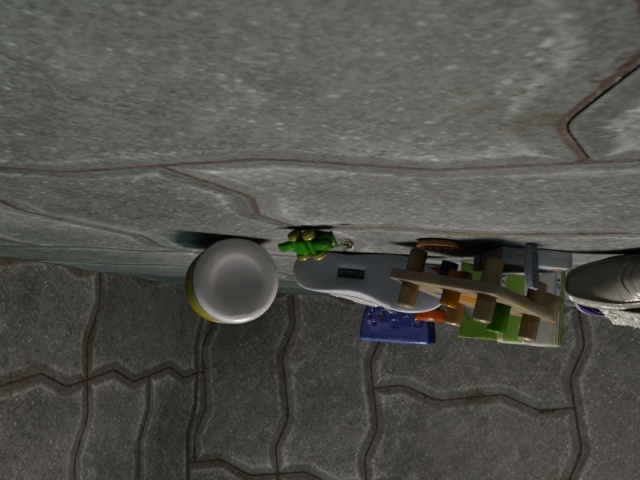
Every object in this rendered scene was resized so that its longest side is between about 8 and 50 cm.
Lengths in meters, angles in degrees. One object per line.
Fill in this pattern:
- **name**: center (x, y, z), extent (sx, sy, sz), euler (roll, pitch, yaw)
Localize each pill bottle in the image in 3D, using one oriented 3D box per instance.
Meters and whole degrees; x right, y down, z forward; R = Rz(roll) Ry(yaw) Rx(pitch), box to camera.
- **pill bottle**: center (-0.220, 0.100, 1.725), extent (0.188, 0.188, 0.334), euler (6, 173, -15)

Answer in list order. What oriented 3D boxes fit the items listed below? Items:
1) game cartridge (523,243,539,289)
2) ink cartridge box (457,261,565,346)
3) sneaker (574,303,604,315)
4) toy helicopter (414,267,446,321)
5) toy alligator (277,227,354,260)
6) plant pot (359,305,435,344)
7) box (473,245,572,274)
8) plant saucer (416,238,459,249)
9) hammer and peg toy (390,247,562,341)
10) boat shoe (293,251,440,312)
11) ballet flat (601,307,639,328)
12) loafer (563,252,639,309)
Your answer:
- **game cartridge**: center (0.397, 0.050, 1.383), extent (0.017, 0.083, 0.056), euler (-5, 169, 27)
- **ink cartridge box**: center (0.457, 0.153, 1.758), extent (0.255, 0.188, 0.097), euler (8, 173, -30)
- **sneaker**: center (0.905, 0.190, 2.156), extent (0.293, 0.102, 0.146), euler (3, 172, 13)
- **toy helicopter**: center (0.173, 0.124, 1.931), extent (0.355, 0.140, 0.235), euler (5, 171, 10)
- **toy alligator**: center (0.000, 0.000, 1.368), extent (0.190, 0.056, 0.051), euler (-4, -149, 42)
- **plant pot**: center (0.273, 0.243, 2.508), extent (0.236, 0.212, 0.236), euler (3, 173, 15)
- **box**: center (0.414, 0.045, 1.523), extent (0.145, 0.038, 0.186), euler (5, 174, -4)
- **plant saucer**: center (0.228, 0.008, 1.427), extent (0.083, 0.013, 0.083), euler (5, 173, 1)
- **hammer and peg toy**: center (0.341, 0.128, 1.548), extent (0.266, 0.127, 0.361), euler (7, 169, 44)
- **boat shoe**: center (0.125, 0.104, 1.784), extent (0.367, 0.136, 0.156), euler (5, 173, 13)
- **ballet flat**: center (0.801, 0.149, 1.829), extent (0.147, 0.147, 0.409), euler (5, 172, -8)
- **loafer**: center (0.599, 0.067, 1.351), extent (0.319, 0.112, 0.111), euler (-11, 160, 37)
